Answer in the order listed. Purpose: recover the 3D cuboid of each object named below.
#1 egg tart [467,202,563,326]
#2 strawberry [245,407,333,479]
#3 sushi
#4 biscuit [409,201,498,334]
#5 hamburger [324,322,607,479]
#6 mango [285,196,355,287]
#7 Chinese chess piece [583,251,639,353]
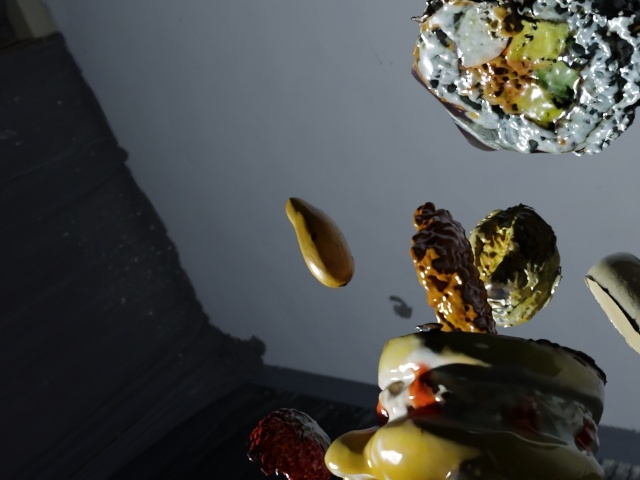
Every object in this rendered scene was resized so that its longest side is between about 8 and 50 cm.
[{"bbox_3d":[0.430,0.055,1.681,0.297,0.132,0.297,-6,82,49],"label":"egg tart"},{"bbox_3d":[-0.038,0.311,1.077,0.145,0.086,0.145,44,-174,-6],"label":"strawberry"},{"bbox_3d":[0.344,-0.306,1.165,0.417,0.176,0.417,23,149,15],"label":"sushi"},{"bbox_3d":[0.279,0.088,1.477,0.110,0.318,0.312,-20,111,17],"label":"biscuit"},{"bbox_3d":[0.160,0.222,0.804,0.302,0.186,0.261,7,153,21],"label":"hamburger"},{"bbox_3d":[0.006,-0.002,1.955,0.177,0.120,0.295,41,-159,-58],"label":"mango"},{"bbox_3d":[0.674,0.143,1.524,0.103,0.250,0.250,-34,100,7],"label":"Chinese chess piece"}]
